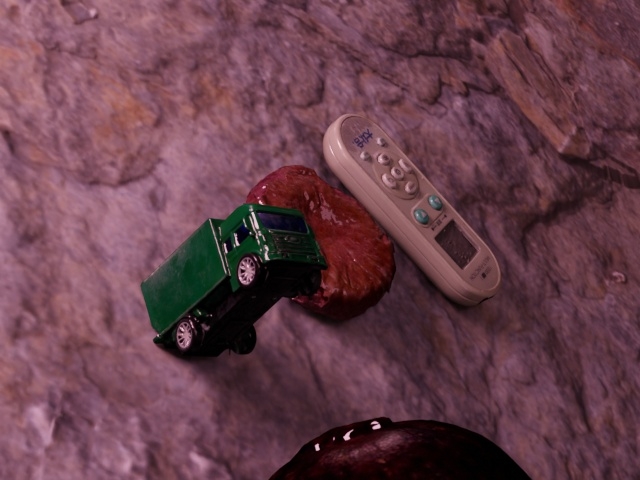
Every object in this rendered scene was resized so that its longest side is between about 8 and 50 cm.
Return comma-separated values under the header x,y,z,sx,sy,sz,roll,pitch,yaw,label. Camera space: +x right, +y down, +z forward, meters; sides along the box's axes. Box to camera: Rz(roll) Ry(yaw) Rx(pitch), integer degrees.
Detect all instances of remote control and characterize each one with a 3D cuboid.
x,y,z,sx,sy,sz,roll,pitch,yaw,label
0.084,-0.027,1.282,0.221,0.042,0.078,49,37,-1,remote control

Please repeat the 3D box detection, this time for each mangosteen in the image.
x,y,z,sx,sy,sz,roll,pitch,yaw,label
0.060,0.246,0.884,0.228,0.228,0.265,-15,83,-49,mangosteen

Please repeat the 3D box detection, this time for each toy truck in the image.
x,y,z,sx,sy,sz,roll,pitch,yaw,label
-0.063,0.031,1.002,0.065,0.147,0.079,6,55,-41,toy truck

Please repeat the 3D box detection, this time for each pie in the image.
x,y,z,sx,sy,sz,roll,pitch,yaw,label
0.000,0.000,1.178,0.153,0.038,0.153,24,43,-25,pie
